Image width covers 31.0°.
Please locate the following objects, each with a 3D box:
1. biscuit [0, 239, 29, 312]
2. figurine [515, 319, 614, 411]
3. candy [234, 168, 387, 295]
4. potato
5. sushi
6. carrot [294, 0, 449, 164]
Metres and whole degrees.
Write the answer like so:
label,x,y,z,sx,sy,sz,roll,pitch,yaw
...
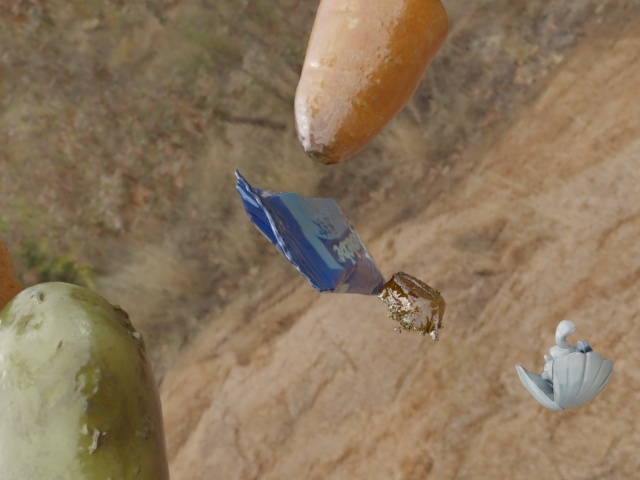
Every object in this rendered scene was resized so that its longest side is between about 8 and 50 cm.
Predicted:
label,x,y,z,sx,sy,sz,roll,pitch,yaw
biscuit,-0.374,0.033,1.187,0.049,0.324,0.205,-41,27,10
figurine,0.263,0.137,1.215,0.086,0.094,0.082,-51,35,17
candy,0.000,0.000,1.465,0.077,0.187,0.331,-42,-14,13
potato,-0.228,0.191,1.063,0.210,0.173,0.307,-137,43,-81
sushi,0.107,0.079,1.339,0.118,0.061,0.060,-127,52,-63
carrot,0.034,-0.192,1.336,0.159,0.159,0.225,-3,54,59
